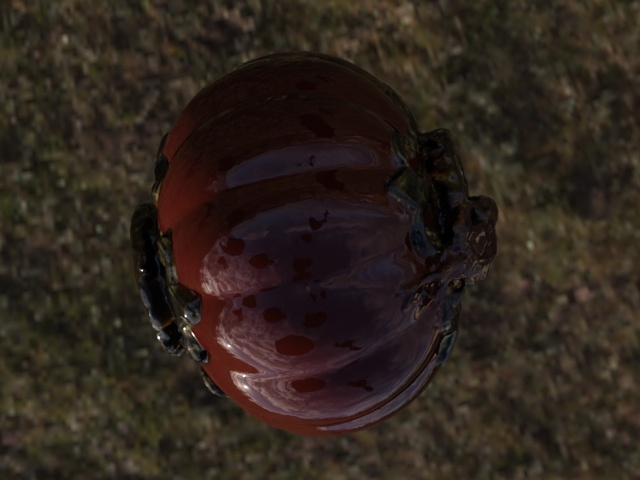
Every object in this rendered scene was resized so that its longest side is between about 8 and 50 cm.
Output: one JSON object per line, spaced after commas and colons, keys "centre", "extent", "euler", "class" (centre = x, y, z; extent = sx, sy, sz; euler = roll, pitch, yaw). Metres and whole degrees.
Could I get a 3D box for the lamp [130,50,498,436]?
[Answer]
{"centre": [0.000, 0.000, 1.055], "extent": [0.227, 0.227, 0.227], "euler": [-8, 139, -7], "class": "lamp"}
